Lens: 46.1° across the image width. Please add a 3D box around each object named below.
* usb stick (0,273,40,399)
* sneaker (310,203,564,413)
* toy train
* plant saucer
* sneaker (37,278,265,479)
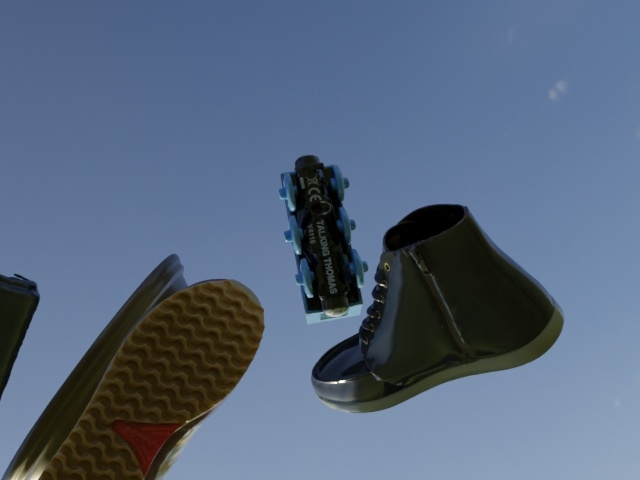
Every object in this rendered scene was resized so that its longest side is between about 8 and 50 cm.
[{"bbox_3d":[-0.284,0.153,0.552,0.278,0.045,0.077,-71,-22,-8],"label":"usb stick"},{"bbox_3d":[0.055,0.050,0.561,0.118,0.222,0.083,50,-141,-16],"label":"sneaker"},{"bbox_3d":[0.000,0.000,0.822,0.080,0.184,0.105,-10,-19,-5],"label":"toy train"},{"bbox_3d":[-0.212,0.136,0.745,0.041,0.278,0.278,35,-86,-5],"label":"plant saucer"},{"bbox_3d":[-0.102,0.101,0.431,0.185,0.069,0.084,-52,2,-20],"label":"sneaker"}]
